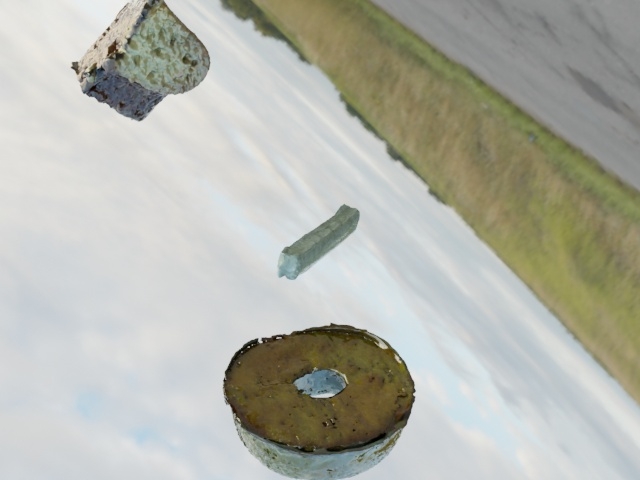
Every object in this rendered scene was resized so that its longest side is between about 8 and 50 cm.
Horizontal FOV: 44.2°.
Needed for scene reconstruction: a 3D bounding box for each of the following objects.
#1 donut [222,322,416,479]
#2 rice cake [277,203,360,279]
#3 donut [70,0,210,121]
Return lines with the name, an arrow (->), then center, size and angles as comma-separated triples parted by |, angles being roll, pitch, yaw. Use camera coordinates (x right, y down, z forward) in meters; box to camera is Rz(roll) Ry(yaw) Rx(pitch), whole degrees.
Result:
donut -> -0.001, 0.233, 1.120 | 0.271, 0.107, 0.272 | 3, -145, -2
rice cake -> 0.000, 0.000, 0.610 | 0.021, 0.022, 0.121 | 16, -155, 20
donut -> -0.228, -0.238, 1.018 | 0.126, 0.186, 0.144 | 39, -158, -32
